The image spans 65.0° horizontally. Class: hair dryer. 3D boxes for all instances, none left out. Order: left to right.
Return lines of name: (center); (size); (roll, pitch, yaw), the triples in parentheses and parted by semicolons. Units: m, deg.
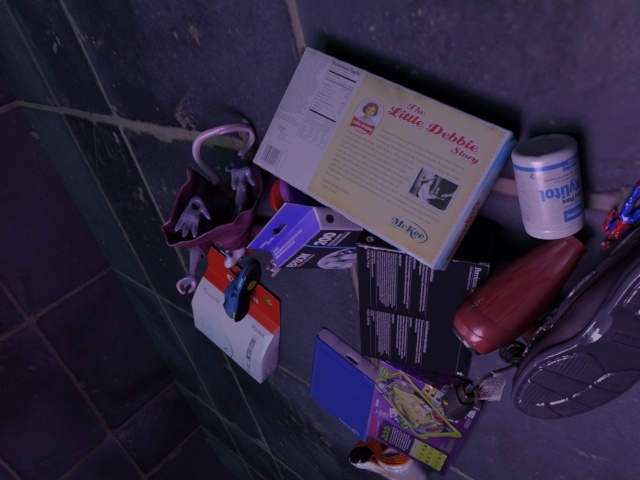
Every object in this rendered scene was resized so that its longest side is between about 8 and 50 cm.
hair dryer: (0.275, 0.112, 0.688); (0.080, 0.223, 0.294); (-127, 35, -46)

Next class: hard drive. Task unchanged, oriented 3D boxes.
hard drive: (0.066, 0.383, 1.302); (0.210, 0.040, 0.319); (34, 144, 23)

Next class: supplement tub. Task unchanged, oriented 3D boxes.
supplement tub: (0.268, -0.064, 0.590); (0.070, 0.071, 0.107); (8, 128, 47)

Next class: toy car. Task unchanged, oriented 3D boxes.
toy car: (-0.019, -0.094, 0.844); (0.159, 0.136, 0.182); (53, 147, -4)

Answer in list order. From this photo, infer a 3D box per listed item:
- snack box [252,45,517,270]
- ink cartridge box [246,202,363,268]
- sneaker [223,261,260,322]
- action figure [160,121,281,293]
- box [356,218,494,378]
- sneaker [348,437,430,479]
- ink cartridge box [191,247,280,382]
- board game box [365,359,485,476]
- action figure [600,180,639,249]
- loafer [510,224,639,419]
snack box: (0.072, -0.120, 0.685); (0.321, 0.060, 0.187); (33, 101, 26)
ink cartridge box: (0.000, 0.000, 0.870); (0.206, 0.208, 0.045); (139, 129, -58)
sneaker: (-0.220, 0.125, 1.337); (0.082, 0.069, 0.210); (41, 131, 23)
action figure: (-0.218, -0.042, 1.091); (0.370, 0.247, 0.276); (89, 171, -76)
box: (0.160, 0.086, 0.791); (0.184, 0.103, 0.262); (11, 134, 18)
sneaker: (0.177, 0.599, 1.335); (0.121, 0.099, 0.262); (52, 149, -10)
ink cartridge box: (-0.258, 0.223, 1.492); (0.308, 0.091, 0.385); (36, 146, 22)
board game box: (0.210, 0.378, 1.082); (0.208, 0.056, 0.347); (20, 139, 16)
action figure: (0.349, -0.029, 0.567); (0.038, 0.030, 0.115); (31, 145, 20)
loafer: (0.325, 0.099, 0.581); (0.108, 0.095, 0.303); (22, 130, 1)
